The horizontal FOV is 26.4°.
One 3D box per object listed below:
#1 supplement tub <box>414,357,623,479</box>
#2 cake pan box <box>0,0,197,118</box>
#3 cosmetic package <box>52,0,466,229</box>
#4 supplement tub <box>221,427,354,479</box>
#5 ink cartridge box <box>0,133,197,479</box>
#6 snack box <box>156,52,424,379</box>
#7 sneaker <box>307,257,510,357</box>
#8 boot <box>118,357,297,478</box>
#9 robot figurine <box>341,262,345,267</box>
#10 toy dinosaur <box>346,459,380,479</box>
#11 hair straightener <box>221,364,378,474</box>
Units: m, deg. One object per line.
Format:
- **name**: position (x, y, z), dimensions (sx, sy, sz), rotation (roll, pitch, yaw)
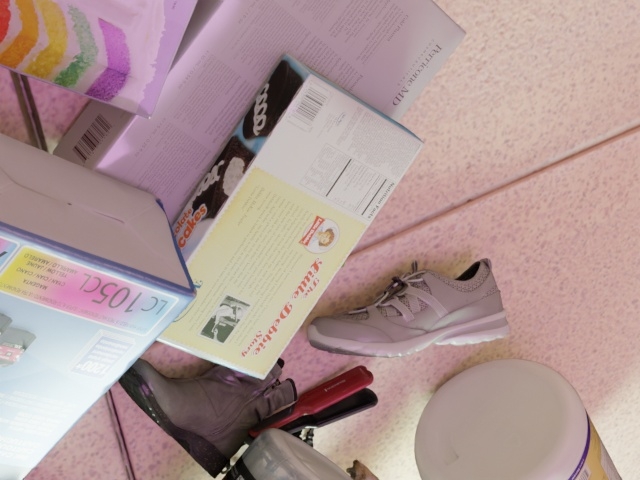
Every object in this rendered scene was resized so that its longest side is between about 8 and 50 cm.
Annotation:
- **supplement tub**: position (0.293, 0.346, 1.900), dimensions (0.241, 0.241, 0.331), rotation (-39, 132, -7)
- **cake pan box**: position (-0.222, -0.274, 1.238), dimensions (0.245, 0.070, 0.267), rotation (20, 104, -20)
- **cosmetic package**: position (-0.058, -0.159, 1.452), dimensions (0.284, 0.097, 0.377), rotation (35, 95, -40)
- **supplement tub**: position (-0.089, 0.415, 1.653), dimensions (0.338, 0.207, 0.207), rotation (-51, 132, 2)
- **ink cartridge box**: position (-0.352, 0.095, 1.329), dimensions (0.270, 0.151, 0.395), rotation (23, 123, -40)
- **snack box**: position (-0.049, -0.017, 1.444), dimensions (0.187, 0.060, 0.322), rotation (27, 101, -42)
- **sneaker**: position (0.106, 0.084, 1.733), dimensions (0.281, 0.105, 0.115), rotation (-7, 91, -28)
- **boot**: position (-0.132, 0.166, 1.624), dimensions (0.161, 0.083, 0.246), rotation (-46, 139, -9)
- **robot figurine**: position (0.000, 0.000, 1.607), dimensions (0.101, 0.067, 0.115), rotation (25, 102, -49)
- **toy dinosaur**: position (0.056, 0.415, 1.837), dimensions (0.295, 0.127, 0.200), rotation (-38, 134, 9)
- **hair straightener**: position (-0.026, 0.249, 1.755), dimensions (0.230, 0.047, 0.089), rotation (-29, 129, -16)
